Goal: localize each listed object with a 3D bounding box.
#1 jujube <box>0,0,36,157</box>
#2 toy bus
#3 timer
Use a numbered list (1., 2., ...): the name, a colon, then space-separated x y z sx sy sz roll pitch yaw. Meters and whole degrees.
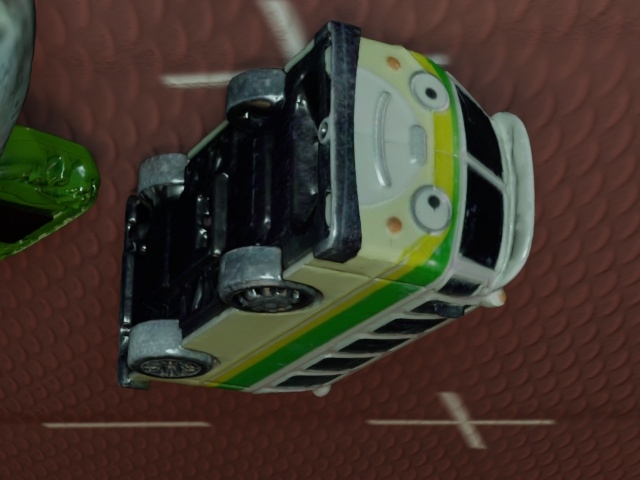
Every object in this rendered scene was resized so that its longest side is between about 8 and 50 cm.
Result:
1. jujube: -0.277 -0.084 0.780 0.308 0.215 0.246 -11 113 23
2. toy bus: 0.000 0.000 1.035 0.179 0.143 0.305 12 155 -25
3. timer: -0.214 -0.025 1.065 0.128 0.047 0.140 -29 163 17
